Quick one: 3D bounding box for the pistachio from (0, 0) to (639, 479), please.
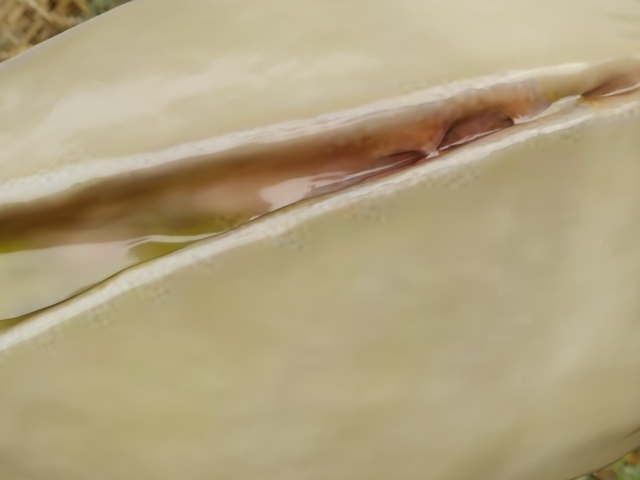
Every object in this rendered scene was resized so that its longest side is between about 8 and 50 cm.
[{"bbox_3d":[0.000,0.000,0.576,0.318,0.214,0.193,-15,78,-21],"label":"pistachio"}]
